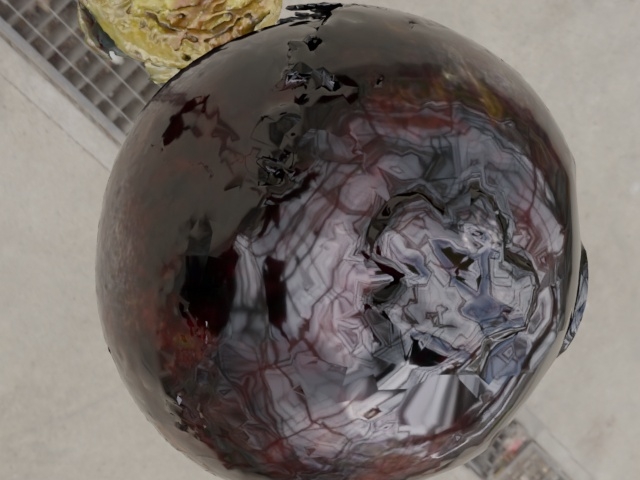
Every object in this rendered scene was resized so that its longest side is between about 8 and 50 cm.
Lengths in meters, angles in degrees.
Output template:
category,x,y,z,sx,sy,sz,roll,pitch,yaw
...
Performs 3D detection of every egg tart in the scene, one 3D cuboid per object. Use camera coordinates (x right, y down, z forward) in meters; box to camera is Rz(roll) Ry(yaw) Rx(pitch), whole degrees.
category,x,y,z,sx,sy,sz,roll,pitch,yaw
egg tart,-0.182,-0.331,1.231,0.297,0.132,0.297,-7,102,-34

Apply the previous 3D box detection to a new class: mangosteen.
category,x,y,z,sx,sy,sz,roll,pitch,yaw
mangosteen,0.022,0.003,0.801,0.381,0.421,0.381,1,101,4
